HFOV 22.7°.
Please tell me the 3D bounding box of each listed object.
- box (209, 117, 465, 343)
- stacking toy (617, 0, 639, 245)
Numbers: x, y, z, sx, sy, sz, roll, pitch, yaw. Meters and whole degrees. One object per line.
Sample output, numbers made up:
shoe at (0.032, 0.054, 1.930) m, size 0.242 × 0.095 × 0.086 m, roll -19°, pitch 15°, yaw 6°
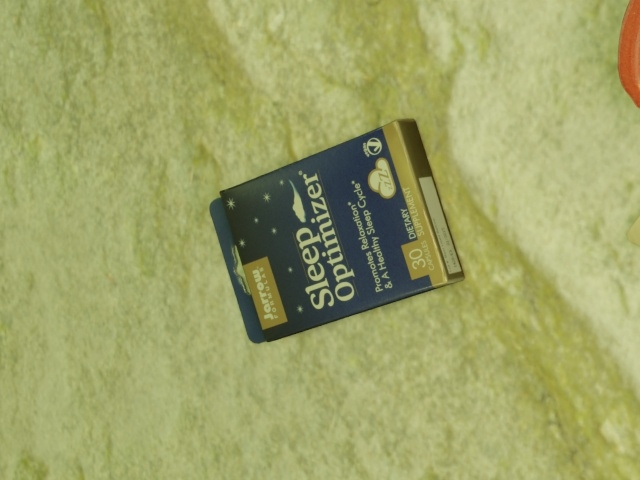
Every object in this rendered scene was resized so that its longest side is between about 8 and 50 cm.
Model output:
box at (0.000, 0.000, 1.320) m, size 0.225 × 0.036 × 0.136 m, roll -20°, pitch 85°, yaw 35°
stacking toy at (0.357, -0.075, 1.063) m, size 0.309 × 0.130 × 0.280 m, roll 32°, pitch 139°, yaw 29°
